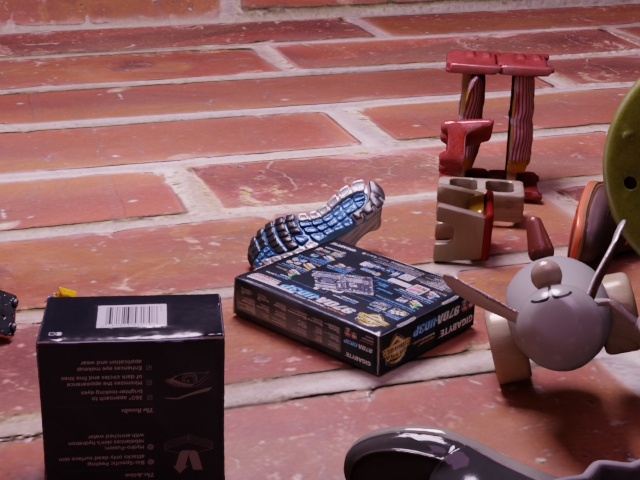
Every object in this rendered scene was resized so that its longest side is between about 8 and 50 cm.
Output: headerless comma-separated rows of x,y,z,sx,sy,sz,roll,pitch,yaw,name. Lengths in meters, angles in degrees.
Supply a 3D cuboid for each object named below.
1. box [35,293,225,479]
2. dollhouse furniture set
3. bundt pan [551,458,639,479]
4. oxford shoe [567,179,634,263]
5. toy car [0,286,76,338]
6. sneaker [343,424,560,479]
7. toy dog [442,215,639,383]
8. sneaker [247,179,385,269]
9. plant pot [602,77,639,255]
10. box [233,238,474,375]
-0.163,0.135,1.102,0.156,0.158,0.093,-1,22,-7,box
0.241,-0.126,1.729,0.152,0.201,0.374,4,21,5,dollhouse furniture set
0.268,0.277,0.819,0.331,0.124,0.331,1,24,0,bundt pan
0.394,-0.028,1.642,0.098,0.097,0.271,18,26,23,oxford shoe
-0.329,0.086,1.408,0.122,0.060,0.040,3,-30,-45,toy car
0.107,0.221,1.009,0.222,0.083,0.118,12,24,22,sneaker
0.224,0.042,1.188,0.220,0.161,0.334,-14,-8,-12,toy dog
0.000,0.000,1.592,0.190,0.083,0.071,-24,55,-8,sneaker
0.458,-0.081,1.300,0.366,0.366,0.353,15,10,30,plant pot
0.038,0.069,1.429,0.220,0.051,0.175,19,28,37,box
